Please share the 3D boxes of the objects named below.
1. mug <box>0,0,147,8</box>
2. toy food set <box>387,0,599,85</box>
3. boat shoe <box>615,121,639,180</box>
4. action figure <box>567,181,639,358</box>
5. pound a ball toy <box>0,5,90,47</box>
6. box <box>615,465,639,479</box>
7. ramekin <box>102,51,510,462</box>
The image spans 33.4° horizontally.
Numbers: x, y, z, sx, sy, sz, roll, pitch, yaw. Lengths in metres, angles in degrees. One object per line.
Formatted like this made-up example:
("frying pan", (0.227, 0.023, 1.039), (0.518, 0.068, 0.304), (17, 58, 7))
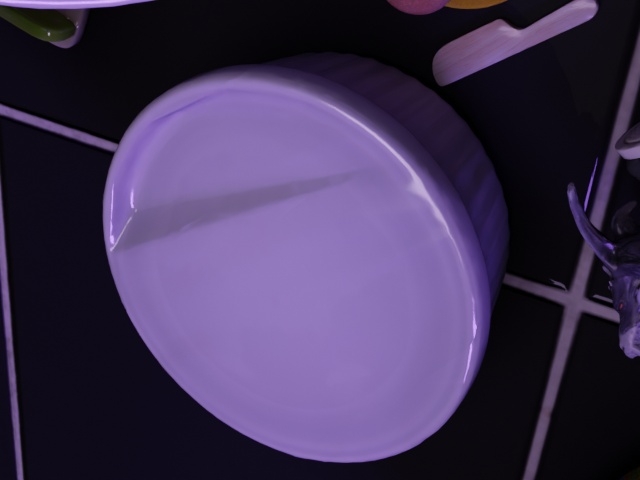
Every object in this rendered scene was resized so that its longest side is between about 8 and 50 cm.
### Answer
("mug", (-0.067, -0.305, 0.430), (0.276, 0.374, 0.328), (-45, 52, 53))
("toy food set", (0.068, -0.191, 0.598), (0.128, 0.071, 0.218), (-12, 110, 34))
("boat shoe", (0.270, -0.055, 0.550), (0.233, 0.084, 0.079), (-10, 110, 30))
("action figure", (0.253, 0.057, 0.575), (0.275, 0.164, 0.141), (18, 91, 11))
("pound a ball toy", (-0.298, -0.205, 0.715), (0.319, 0.208, 0.136), (33, 128, 11))
("box", (0.242, 0.316, 0.665), (0.290, 0.177, 0.279), (38, 147, 6))
("ramekin", (0.000, 0.000, 0.709), (0.273, 0.127, 0.273), (14, 123, 23))
